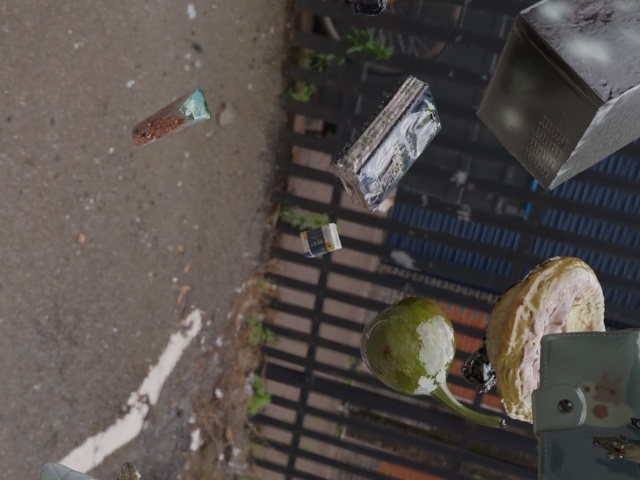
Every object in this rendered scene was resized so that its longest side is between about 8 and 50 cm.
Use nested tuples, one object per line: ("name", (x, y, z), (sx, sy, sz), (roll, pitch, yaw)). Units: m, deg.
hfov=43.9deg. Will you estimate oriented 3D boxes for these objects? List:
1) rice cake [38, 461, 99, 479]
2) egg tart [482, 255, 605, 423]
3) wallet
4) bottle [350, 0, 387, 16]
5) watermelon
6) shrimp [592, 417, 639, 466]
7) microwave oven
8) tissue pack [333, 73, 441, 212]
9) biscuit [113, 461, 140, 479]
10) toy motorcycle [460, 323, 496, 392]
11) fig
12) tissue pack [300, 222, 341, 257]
("rice cake", (-0.242, 0.363, 0.997), (0.198, 0.190, 0.037), (83, 29, -46))
("egg tart", (0.550, 0.243, 2.000), (0.443, 0.178, 0.442), (-12, 109, -39))
("wallet", (0.565, 0.356, 1.638), (0.083, 0.252, 0.360), (55, 36, -60))
("bottle", (0.073, -0.537, 1.604), (0.072, 0.082, 0.244), (72, -1, -48))
("watermelon", (-0.431, -0.327, 2.204), (0.094, 0.241, 0.154), (63, 18, -15))
("shrimp", (0.619, 0.380, 1.488), (0.150, 0.217, 0.051), (-56, 153, -68))
("microwave oven", (0.572, -0.342, 1.560), (0.432, 0.236, 0.374), (-29, 160, -17))
("tissue pack", (0.135, -0.186, 1.546), (0.235, 0.073, 0.173), (-51, 154, -10))
("biscuit", (-0.399, 0.521, 1.617), (0.250, 0.032, 0.133), (-21, -123, 64))
("toy motorcycle", (0.502, 0.317, 2.247), (0.205, 0.127, 0.275), (-31, 154, -46))
("fig", (0.173, 0.199, 1.194), (0.149, 0.245, 0.149), (-39, 169, -9))
("tissue pack", (0.000, 0.000, 1.819), (0.042, 0.083, 0.062), (2, 74, -62))
